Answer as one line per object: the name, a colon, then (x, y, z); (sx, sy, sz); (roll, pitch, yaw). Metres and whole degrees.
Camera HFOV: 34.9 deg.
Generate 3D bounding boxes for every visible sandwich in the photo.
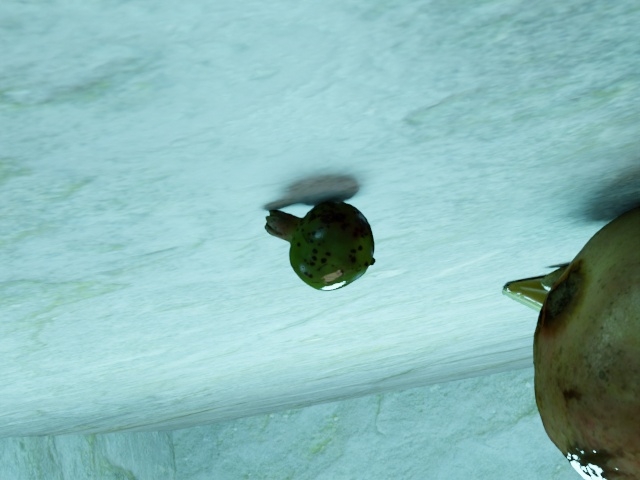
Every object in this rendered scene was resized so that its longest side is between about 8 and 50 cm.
sandwich: (0.347, 0.055, 1.399); (0.163, 0.113, 0.079); (24, 173, 10)

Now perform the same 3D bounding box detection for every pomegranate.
pomegranate: (0.350, 0.110, 0.983); (0.322, 0.322, 0.322); (-9, 168, -2)
pomegranate: (0.003, -0.003, 0.802); (0.073, 0.084, 0.073); (-37, 178, -2)

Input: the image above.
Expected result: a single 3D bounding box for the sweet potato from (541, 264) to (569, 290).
sweet potato: (0.373, 0.049, 1.309); (0.182, 0.054, 0.053); (-4, 158, -11)
